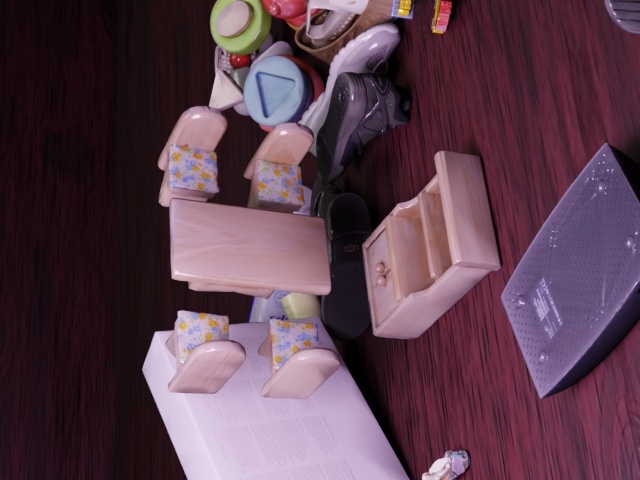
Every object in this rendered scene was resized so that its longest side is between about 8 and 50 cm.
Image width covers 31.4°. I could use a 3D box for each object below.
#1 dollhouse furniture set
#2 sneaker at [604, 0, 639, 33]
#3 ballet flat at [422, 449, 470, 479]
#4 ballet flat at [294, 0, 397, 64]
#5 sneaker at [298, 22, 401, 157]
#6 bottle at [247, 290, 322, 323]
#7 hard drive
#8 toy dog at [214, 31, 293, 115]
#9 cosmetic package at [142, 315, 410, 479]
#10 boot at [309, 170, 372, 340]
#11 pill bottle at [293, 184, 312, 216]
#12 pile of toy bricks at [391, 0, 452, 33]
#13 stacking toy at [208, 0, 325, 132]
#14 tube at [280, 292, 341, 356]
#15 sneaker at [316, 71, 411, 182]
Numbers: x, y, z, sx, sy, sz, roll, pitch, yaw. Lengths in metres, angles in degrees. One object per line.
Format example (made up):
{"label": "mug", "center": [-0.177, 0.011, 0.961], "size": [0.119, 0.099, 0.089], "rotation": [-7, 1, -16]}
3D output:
{"label": "dollhouse furniture set", "center": [0.000, 0.000, 1.532], "size": [0.256, 0.394, 0.362], "rotation": [129, 142, -52]}
{"label": "sneaker", "center": [0.343, -0.373, 1.209], "size": [0.146, 0.122, 0.330], "rotation": [146, 129, -85]}
{"label": "ballet flat", "center": [0.158, 0.314, 1.522], "size": [0.114, 0.041, 0.041], "rotation": [119, 149, -43]}
{"label": "ballet flat", "center": [0.048, -0.392, 1.891], "size": [0.342, 0.124, 0.116], "rotation": [150, 125, -63]}
{"label": "sneaker", "center": [0.068, -0.235, 1.878], "size": [0.115, 0.105, 0.281], "rotation": [47, 131, 18]}
{"label": "bottle", "center": [-0.071, 0.155, 2.025], "size": [0.092, 0.118, 0.283], "rotation": [-135, 56, -62]}
{"label": "hard drive", "center": [0.294, 0.039, 1.252], "size": [0.172, 0.054, 0.254], "rotation": [-105, 31, -42]}
{"label": "toy dog", "center": [-0.117, -0.439, 2.337], "size": [0.220, 0.161, 0.333], "rotation": [-118, 26, -50]}
{"label": "cosmetic package", "center": [-0.059, 0.284, 1.642], "size": [0.377, 0.284, 0.097], "rotation": [60, 141, 37]}
{"label": "boot", "center": [0.028, 0.020, 1.892], "size": [0.229, 0.091, 0.263], "rotation": [-150, 61, -77]}
{"label": "pill bottle", "center": [-0.055, -0.049, 2.115], "size": [0.120, 0.067, 0.067], "rotation": [125, 145, -49]}
{"label": "pile of toy bricks", "center": [0.150, -0.412, 1.635], "size": [0.105, 0.118, 0.212], "rotation": [-122, 39, -86]}
{"label": "stacking toy", "center": [-0.122, -0.358, 2.118], "size": [0.279, 0.130, 0.309], "rotation": [6, 92, 31]}
{"label": "tube", "center": [0.006, 0.194, 1.856], "size": [0.240, 0.062, 0.070], "rotation": [67, -168, 9]}
{"label": "sneaker", "center": [0.069, -0.176, 1.796], "size": [0.227, 0.130, 0.087], "rotation": [110, 145, -47]}
